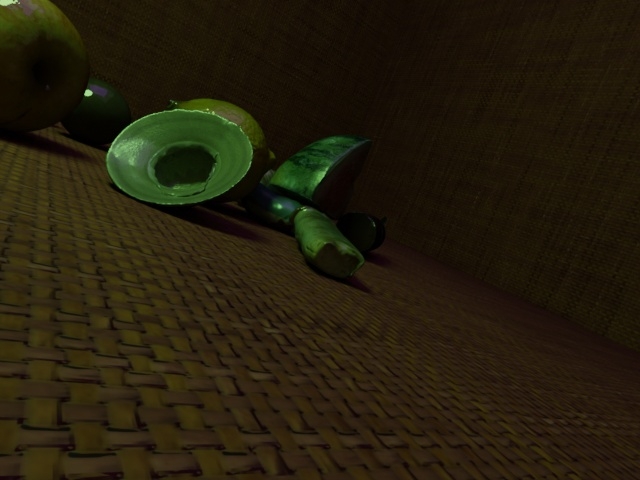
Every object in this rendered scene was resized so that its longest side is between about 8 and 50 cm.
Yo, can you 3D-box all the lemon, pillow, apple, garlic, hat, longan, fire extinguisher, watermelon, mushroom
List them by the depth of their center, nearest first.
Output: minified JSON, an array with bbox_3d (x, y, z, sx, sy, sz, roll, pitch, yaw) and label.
[{"bbox_3d":[-0.246,-0.122,0.826,0.252,0.252,0.109,24,-37,13],"label":"hat"},{"bbox_3d":[-0.589,-0.338,0.841,0.233,0.285,0.286,23,6,10],"label":"apple"},{"bbox_3d":[0.000,0.000,0.862,0.100,0.081,0.312,17,11,-15],"label":"mushroom"},{"bbox_3d":[-0.232,-0.195,1.016,0.254,0.228,0.228,25,6,-4],"label":"lemon"},{"bbox_3d":[-0.091,-0.079,1.143,0.234,0.086,0.214,25,12,24],"label":"pillow"},{"bbox_3d":[0.015,-0.159,1.196,0.213,0.262,0.201,21,-33,45],"label":"watermelon"},{"bbox_3d":[-0.641,-0.364,1.283,0.198,0.197,0.212,19,-1,-30],"label":"longan"},{"bbox_3d":[-0.172,-0.151,1.295,0.159,0.147,0.101,-13,65,-32],"label":"garlic"},{"bbox_3d":[0.135,-0.028,1.330,0.114,0.135,0.337,48,10,8],"label":"fire extinguisher"}]
